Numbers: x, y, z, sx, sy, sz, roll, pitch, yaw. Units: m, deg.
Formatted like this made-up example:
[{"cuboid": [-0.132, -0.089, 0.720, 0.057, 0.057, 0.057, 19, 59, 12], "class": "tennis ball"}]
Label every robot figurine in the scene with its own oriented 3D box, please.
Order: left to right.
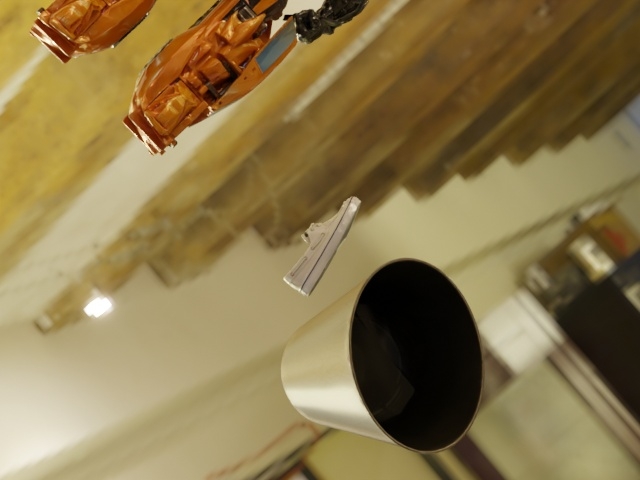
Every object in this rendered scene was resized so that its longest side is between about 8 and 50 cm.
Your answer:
[{"cuboid": [-0.077, -0.217, 1.314, 0.291, 0.211, 0.085, -48, 10, -15], "class": "robot figurine"}]

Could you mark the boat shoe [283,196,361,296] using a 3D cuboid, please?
[{"cuboid": [0.000, 0.000, 1.484, 0.100, 0.035, 0.035, -59, -6, -2], "class": "boat shoe"}]

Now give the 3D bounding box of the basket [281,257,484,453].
[{"cuboid": [0.057, 0.136, 1.806, 0.154, 0.204, 0.227, -9, -6, -24], "class": "basket"}]
